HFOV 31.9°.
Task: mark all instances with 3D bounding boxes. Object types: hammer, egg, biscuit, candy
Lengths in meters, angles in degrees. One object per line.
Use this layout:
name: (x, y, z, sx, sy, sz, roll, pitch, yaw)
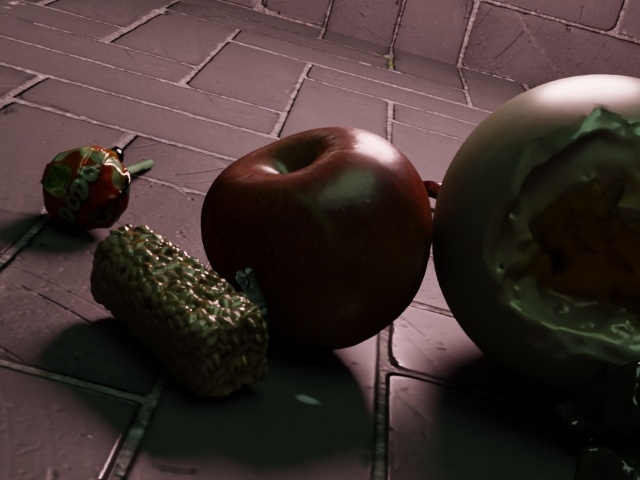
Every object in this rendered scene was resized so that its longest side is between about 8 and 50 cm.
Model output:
hammer: (-0.108, 0.037, 0.921, 0.021, 0.078, 0.201, -16, 28, -39)
egg: (0.238, -0.002, 0.982, 0.278, 0.279, 0.336, 18, 4, 8)
biscuit: (-0.110, 0.054, 0.849, 0.070, 0.082, 0.168, -19, 41, -38)
candy: (-0.207, -0.066, 1.155, 0.084, 0.078, 0.288, 14, 10, 5)

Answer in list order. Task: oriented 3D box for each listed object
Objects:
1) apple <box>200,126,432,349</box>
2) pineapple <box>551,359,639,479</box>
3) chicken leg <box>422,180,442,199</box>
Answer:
apple: (0.000, 0.000, 0.953, 0.201, 0.162, 0.201, -16, 23, 7)
pineapple: (0.279, 0.145, 0.741, 0.357, 0.223, 0.223, -6, 26, -23)
chicken leg: (0.183, -0.039, 1.404, 0.093, 0.053, 0.205, -8, 22, -20)
